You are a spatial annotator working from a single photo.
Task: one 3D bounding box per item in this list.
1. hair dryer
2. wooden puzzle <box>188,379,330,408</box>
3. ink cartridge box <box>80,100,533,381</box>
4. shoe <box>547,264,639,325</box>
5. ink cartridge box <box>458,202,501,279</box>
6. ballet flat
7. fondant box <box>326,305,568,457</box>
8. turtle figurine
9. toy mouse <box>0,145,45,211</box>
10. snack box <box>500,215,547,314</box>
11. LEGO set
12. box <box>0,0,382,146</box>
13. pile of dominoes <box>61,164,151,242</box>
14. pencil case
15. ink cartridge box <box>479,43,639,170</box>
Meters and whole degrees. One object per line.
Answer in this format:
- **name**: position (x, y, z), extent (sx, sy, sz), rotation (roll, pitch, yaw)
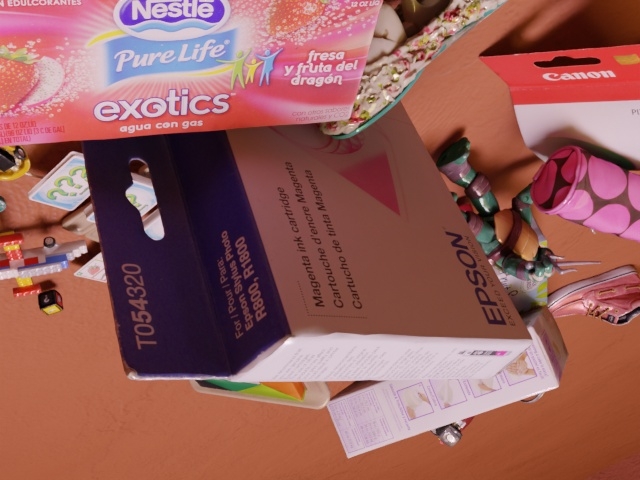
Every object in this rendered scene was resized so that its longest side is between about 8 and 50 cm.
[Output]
- **hair dryer**: position (0.287, 0.277, 1.357), extent (0.223, 0.080, 0.293), rotation (-26, -177, 0)
- **wooden puzzle**: position (-0.111, 0.166, 1.051), extent (0.220, 0.044, 0.239), rotation (5, 147, 14)
- **ink cartridge box**: position (-0.020, -0.038, 0.643), extent (0.330, 0.324, 0.071), rotation (7, 136, -36)
- **shoe**: position (0.472, 0.110, 1.330), extent (0.177, 0.081, 0.063), rotation (-21, 146, 0)
- **ink cartridge box**: position (0.140, 0.030, 1.011), extent (0.150, 0.109, 0.063), rotation (-17, 161, -4)
- **ballet flat**: position (0.074, -0.188, 0.665), extent (0.241, 0.091, 0.077), rotation (-44, 128, -15)
- **fondant box**: position (0.201, 0.211, 1.199), extent (0.330, 0.096, 0.238), rotation (-26, 174, 20)
- **turtle figurine**: position (0.231, -0.012, 0.930), extent (0.234, 0.175, 0.118), rotation (31, 132, -21)
- **toy mouse**: position (-0.339, -0.060, 0.706), extent (0.143, 0.031, 0.161), rotation (-31, 145, 15)
- **snack box**: position (0.240, 0.057, 1.142), extent (0.174, 0.070, 0.207), rotation (-22, 148, 2)
- **LEGO set**: position (-0.250, 0.017, 0.806), extent (0.244, 0.060, 0.182), rotation (-33, 149, 27)
- **box**: position (-0.122, -0.176, 0.552), extent (0.299, 0.154, 0.142), rotation (-7, 143, -18)
- **pile of dominoes**: position (-0.123, -0.053, 0.848), extent (0.251, 0.040, 0.196), rotation (-28, 147, 25)
- **pencil case**: position (0.339, -0.043, 0.890), extent (0.209, 0.098, 0.095), rotation (18, 112, -23)
- **ink cartridge box**: position (0.294, -0.132, 0.834), extent (0.180, 0.056, 0.224), rotation (6, 170, 42)
